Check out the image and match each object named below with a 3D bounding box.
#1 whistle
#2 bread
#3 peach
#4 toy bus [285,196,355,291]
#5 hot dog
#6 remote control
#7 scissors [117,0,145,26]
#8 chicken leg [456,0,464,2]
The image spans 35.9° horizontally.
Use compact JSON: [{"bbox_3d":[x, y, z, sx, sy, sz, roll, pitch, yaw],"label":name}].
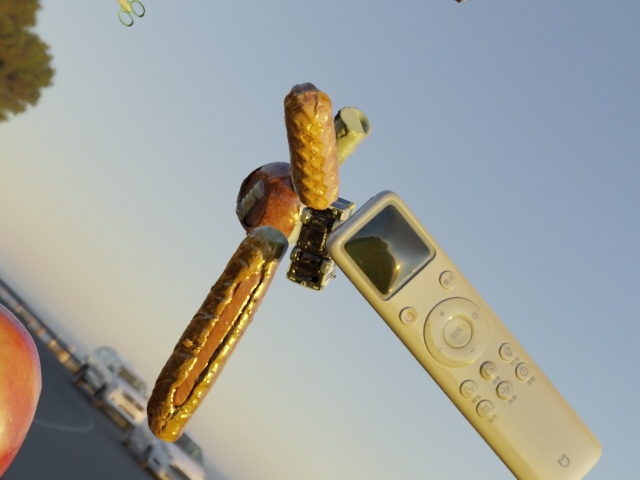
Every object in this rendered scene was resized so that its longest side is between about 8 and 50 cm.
[{"bbox_3d":[-0.038,-0.095,1.636,0.134,0.142,0.346,26,-44,-20],"label":"whistle"},{"bbox_3d":[-0.008,-0.086,0.934,0.052,0.044,0.157,51,-18,31],"label":"bread"},{"bbox_3d":[-0.563,0.235,1.443,0.308,0.308,0.332,-177,-103,-71],"label":"peach"},{"bbox_3d":[0.000,0.000,1.119,0.052,0.102,0.058,21,21,15],"label":"toy bus"},{"bbox_3d":[-0.127,0.107,1.176,0.061,0.285,0.088,31,-2,-11],"label":"hot dog"},{"bbox_3d":[0.107,0.079,0.708,0.261,0.067,0.029,50,-12,-8],"label":"remote control"},{"bbox_3d":[-0.402,-0.488,1.975,0.119,0.058,0.014,54,13,-7],"label":"scissors"},{"bbox_3d":[0.120,-0.400,1.365,0.234,0.063,0.105,24,-19,-10],"label":"chicken leg"}]
